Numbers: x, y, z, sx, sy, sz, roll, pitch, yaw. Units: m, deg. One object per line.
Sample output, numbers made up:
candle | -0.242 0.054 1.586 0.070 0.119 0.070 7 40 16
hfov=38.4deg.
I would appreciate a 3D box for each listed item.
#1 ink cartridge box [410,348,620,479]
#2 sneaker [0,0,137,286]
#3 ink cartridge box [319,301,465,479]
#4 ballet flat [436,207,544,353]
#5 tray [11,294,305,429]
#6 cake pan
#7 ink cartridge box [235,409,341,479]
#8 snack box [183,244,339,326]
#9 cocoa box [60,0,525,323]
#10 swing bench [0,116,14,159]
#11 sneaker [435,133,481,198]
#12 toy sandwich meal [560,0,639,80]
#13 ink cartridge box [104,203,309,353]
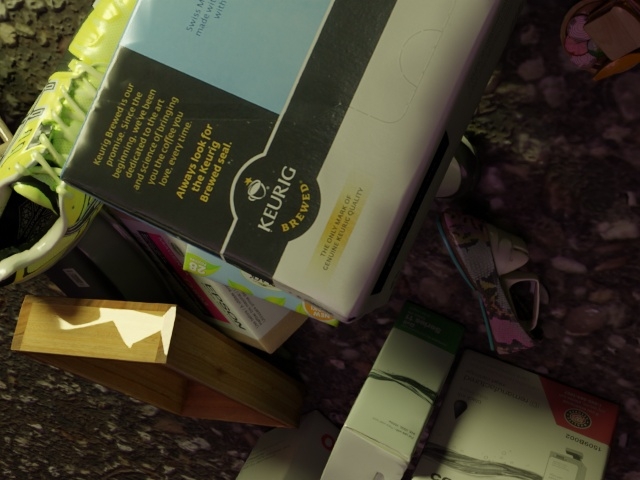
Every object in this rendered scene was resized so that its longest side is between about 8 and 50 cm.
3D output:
ink cartridge box | 0.214 0.294 1.075 0.207 0.283 0.117 20 137 12
sneaker | -0.254 -0.101 0.989 0.145 0.147 0.384 28 108 -12
ink cartridge box | 0.088 0.203 1.118 0.087 0.208 0.153 25 138 8
ballet flat | 0.198 0.041 1.011 0.079 0.076 0.221 -16 127 18
tray | -0.186 0.166 1.197 0.203 0.076 0.411 2 161 21
cake pan | -0.315 0.029 1.239 0.293 0.054 0.293 33 154 19
ink cartridge box | -0.024 0.492 1.326 0.285 0.395 0.166 43 135 -13
snack box | -0.031 -0.033 0.903 0.175 0.070 0.207 19 129 5
cocoa box | 0.008 -0.145 0.693 0.228 0.347 0.231 25 -178 9
swing bench | -0.529 -0.125 1.076 0.253 0.255 0.165 53 140 14
sneaker | 0.031 -0.089 0.950 0.272 0.108 0.100 16 134 15
toy sandwich meal | 0.248 -0.175 0.796 0.086 0.029 0.085 16 136 16
ink cartridge box | -0.139 0.014 1.115 0.193 0.088 0.234 11 140 58
